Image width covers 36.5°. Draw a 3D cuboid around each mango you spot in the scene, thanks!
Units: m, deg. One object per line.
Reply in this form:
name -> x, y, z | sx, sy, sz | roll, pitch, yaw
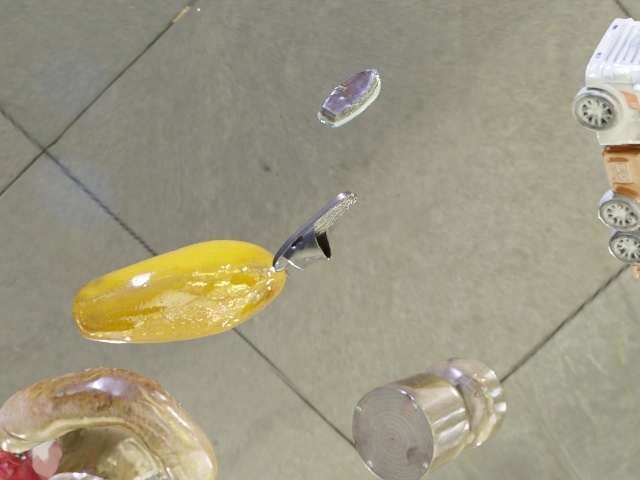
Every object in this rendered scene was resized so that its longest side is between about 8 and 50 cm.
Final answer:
mango -> -0.213, 0.084, 1.529 | 0.360, 0.187, 0.143 | -14, 97, -35

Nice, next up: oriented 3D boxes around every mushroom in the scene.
mushroom -> -0.259, 0.220, 1.171 | 0.286, 0.156, 0.151 | 14, 135, 4

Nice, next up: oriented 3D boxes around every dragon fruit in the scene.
dragon fruit -> -0.356, 0.322, 1.346 | 0.262, 0.162, 0.189 | -12, 146, -10

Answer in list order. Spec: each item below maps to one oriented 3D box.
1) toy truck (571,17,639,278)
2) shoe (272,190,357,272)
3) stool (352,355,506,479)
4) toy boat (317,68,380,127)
toy truck -> 0.513, -0.127, 1.394 | 0.173, 0.207, 0.387 | -55, 134, -33
shoe -> 0.000, 0.000, 1.332 | 0.159, 0.062, 0.053 | -46, 73, 12
stool -> 0.205, 0.328, 1.805 | 0.179, 0.264, 0.179 | 7, 102, 37
toy boat -> 0.052, -0.230, 1.592 | 0.059, 0.066, 0.140 | 37, 64, 17
